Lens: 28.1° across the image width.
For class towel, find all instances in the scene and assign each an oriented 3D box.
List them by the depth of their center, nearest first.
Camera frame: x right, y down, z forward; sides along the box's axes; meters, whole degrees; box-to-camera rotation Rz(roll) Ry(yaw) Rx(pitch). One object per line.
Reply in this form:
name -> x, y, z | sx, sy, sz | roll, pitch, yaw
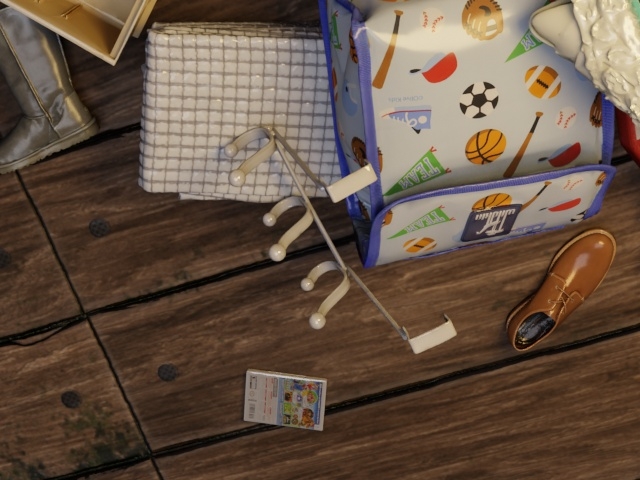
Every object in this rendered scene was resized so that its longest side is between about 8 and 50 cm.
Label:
towel -> -0.098, -0.173, 1.689 | 0.284, 0.121, 0.235 | -1, 115, -10

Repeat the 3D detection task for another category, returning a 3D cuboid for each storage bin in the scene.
storage bin -> -0.310, -0.412, 1.639 | 0.262, 0.123, 0.260 | 29, 114, -4

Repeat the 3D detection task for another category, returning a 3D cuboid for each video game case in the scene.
video game case -> -0.053, 0.240, 1.932 | 0.122, 0.011, 0.087 | 7, 112, 6

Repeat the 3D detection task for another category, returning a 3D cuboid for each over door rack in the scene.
over door rack -> 0.000, 0.000, 1.533 | 0.108, 0.324, 0.239 | -35, 115, -14

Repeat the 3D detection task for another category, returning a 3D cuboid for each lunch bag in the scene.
lunch bag -> 0.185, -0.154, 1.583 | 0.328, 0.239, 0.385 | -11, 124, -8

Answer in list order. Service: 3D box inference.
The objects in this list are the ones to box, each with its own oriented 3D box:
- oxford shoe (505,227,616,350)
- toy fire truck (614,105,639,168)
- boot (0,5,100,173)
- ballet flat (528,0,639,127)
oxford shoe -> 0.337, 0.075, 1.775 | 0.076, 0.076, 0.212 | 34, 111, -4
toy fire truck -> 0.513, -0.154, 1.569 | 0.302, 0.169, 0.253 | -19, 114, -9
boot -> -0.421, -0.213, 1.764 | 0.190, 0.076, 0.208 | -26, 114, 2
ballet flat -> 0.273, -0.295, 1.379 | 0.147, 0.147, 0.408 | -18, 94, 15
